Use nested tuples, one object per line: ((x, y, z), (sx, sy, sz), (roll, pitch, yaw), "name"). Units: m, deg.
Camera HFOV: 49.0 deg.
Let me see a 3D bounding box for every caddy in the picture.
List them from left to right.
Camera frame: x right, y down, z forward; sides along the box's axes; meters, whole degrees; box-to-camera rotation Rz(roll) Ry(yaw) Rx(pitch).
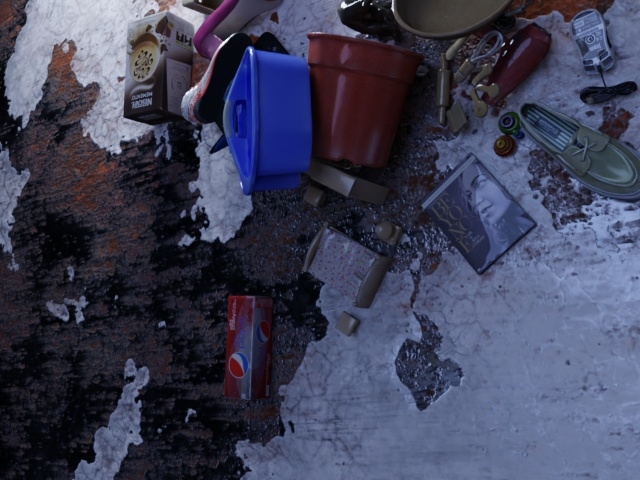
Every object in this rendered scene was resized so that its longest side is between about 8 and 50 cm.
((-0.130, -0.267, 1.586), (0.241, 0.179, 0.341), (131, 138, -68), "caddy")

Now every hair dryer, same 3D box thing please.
((0.398, -0.431, 1.524), (0.224, 0.080, 0.293), (-1, 78, 51), "hair dryer")

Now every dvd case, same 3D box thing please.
((0.339, -0.060, 1.536), (0.164, 0.018, 0.221), (-46, 62, 21), "dvd case")

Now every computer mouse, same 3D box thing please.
((0.559, -0.372, 1.411), (0.106, 0.042, 0.192), (-16, 81, 37), "computer mouse")

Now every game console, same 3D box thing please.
((-0.211, -0.396, 1.856), (0.293, 0.173, 0.250), (-46, 62, 21), "game console")

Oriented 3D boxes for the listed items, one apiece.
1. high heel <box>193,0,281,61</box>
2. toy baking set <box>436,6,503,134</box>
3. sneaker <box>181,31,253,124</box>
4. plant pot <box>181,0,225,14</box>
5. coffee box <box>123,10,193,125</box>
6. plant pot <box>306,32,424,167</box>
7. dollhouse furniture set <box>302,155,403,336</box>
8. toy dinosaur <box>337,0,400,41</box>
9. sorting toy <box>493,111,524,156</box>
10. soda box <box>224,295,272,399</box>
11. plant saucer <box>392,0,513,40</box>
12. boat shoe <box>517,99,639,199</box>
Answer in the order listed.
((-0.227, -0.666, 1.938), (0.377, 0.127, 0.181), (-50, 50, 12), "high heel")
((0.324, -0.364, 1.532), (0.197, 0.030, 0.256), (-5, 83, 57), "toy baking set")
((-0.287, -0.437, 1.892), (0.145, 0.090, 0.270), (12, 76, 57), "sneaker")
((-0.343, -0.712, 2.029), (0.096, 0.109, 0.108), (3, 86, 46), "plant pot")
((-0.482, -0.505, 2.086), (0.168, 0.119, 0.297), (-3, 82, 33), "coffee box")
((0.078, -0.315, 1.612), (0.273, 0.272, 0.264), (18, 102, 34), "plant pot")
((0.000, 0.000, 1.666), (0.303, 0.174, 0.355), (31, 101, 33), "dollhouse furniture set")
((0.104, -0.526, 1.642), (0.161, 0.313, 0.120), (9, 117, 13), "toy dinosaur")
((0.400, -0.230, 1.500), (0.061, 0.042, 0.101), (8, 89, 35), "sorting toy")
((-0.185, 0.274, 1.812), (0.092, 0.083, 0.263), (-2, 83, 33), "soda box")
((0.291, -0.531, 1.505), (0.278, 0.041, 0.277), (-12, 57, 18), "plant saucer")
((0.509, -0.179, 1.387), (0.302, 0.094, 0.109), (40, 106, 31), "boat shoe")
